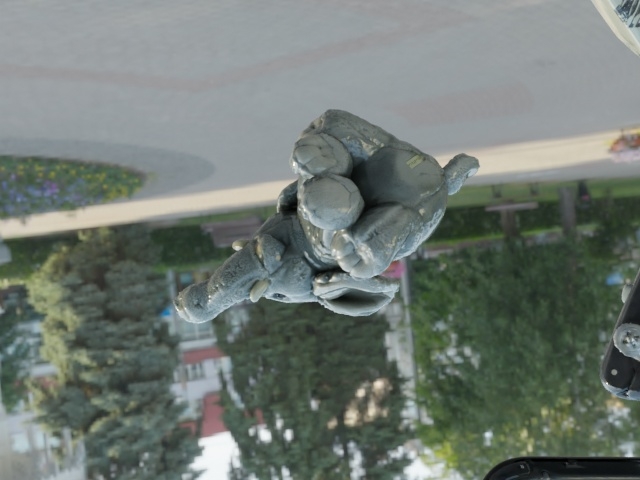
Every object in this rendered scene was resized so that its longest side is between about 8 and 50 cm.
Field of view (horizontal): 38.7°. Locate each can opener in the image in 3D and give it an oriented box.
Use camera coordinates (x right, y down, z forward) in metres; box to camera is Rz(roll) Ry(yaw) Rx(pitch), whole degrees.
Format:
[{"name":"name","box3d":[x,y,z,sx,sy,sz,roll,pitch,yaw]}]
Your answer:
[{"name":"can opener","box3d":[0.230,0.019,0.581,0.059,0.186,0.073,20,-175,30]}]

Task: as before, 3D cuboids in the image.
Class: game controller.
[{"name":"game controller","box3d":[0.316,0.317,1.023,0.319,0.166,0.067,5,-149,-16]}]

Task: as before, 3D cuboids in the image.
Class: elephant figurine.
[{"name":"elephant figurine","box3d":[0.000,0.000,0.866,0.186,0.169,0.239,30,138,-6]}]

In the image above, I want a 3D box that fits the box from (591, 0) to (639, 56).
[{"name":"box","box3d":[0.342,-0.324,1.019,0.113,0.094,0.275,-42,131,16]}]
